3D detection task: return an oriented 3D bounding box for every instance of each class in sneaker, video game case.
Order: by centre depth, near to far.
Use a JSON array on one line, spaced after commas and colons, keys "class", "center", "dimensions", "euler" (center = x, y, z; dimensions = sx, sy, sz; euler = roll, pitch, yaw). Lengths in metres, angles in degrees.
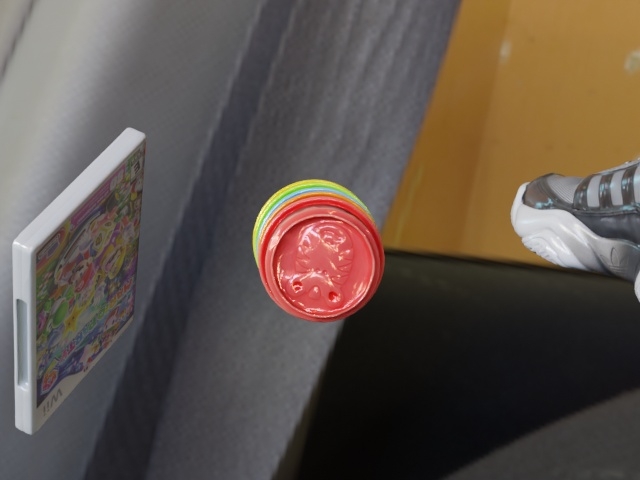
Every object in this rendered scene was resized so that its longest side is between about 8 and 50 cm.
[{"class": "video game case", "center": [-0.107, 0.020, 0.627], "dimensions": [0.011, 0.122, 0.087], "euler": [25, 46, 13]}, {"class": "sneaker", "center": [0.223, -0.039, 0.901], "dimensions": [0.101, 0.153, 0.268], "euler": [14, 9, -24]}]

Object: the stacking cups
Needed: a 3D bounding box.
[{"class": "stacking cups", "center": [0.000, 0.000, 0.923], "dimensions": [0.096, 0.096, 0.316], "euler": [12, -1, -2]}]
